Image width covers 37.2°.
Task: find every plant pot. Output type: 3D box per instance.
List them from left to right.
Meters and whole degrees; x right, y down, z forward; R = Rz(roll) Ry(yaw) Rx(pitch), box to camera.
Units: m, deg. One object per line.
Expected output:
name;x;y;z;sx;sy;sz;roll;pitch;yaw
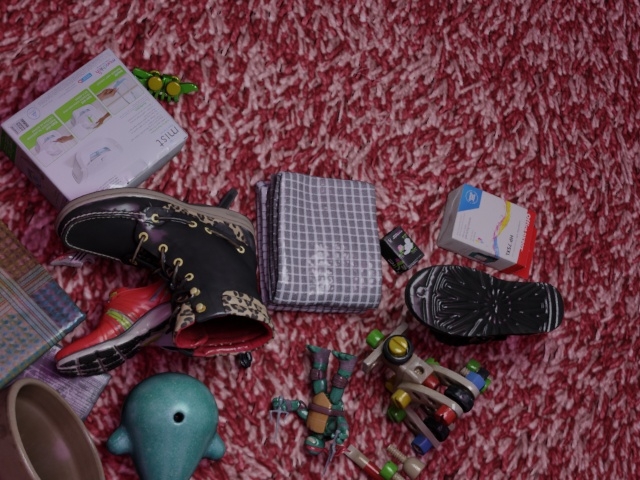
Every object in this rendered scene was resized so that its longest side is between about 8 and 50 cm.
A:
plant pot;-0.515;0.388;1.544;0.229;0.263;0.263;-28;86;4

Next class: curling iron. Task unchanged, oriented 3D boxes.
curling iron;-0.230;0.015;1.861;0.068;0.035;0.274;28;69;-9

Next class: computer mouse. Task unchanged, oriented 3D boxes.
computer mouse;-0.221;0.184;1.815;0.193;0.042;0.106;7;74;-18

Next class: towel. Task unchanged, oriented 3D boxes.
towel;-0.639;0.155;1.666;0.370;0.040;0.271;-41;87;-25
towel;0.000;0.000;1.903;0.235;0.121;0.283;3;75;-20

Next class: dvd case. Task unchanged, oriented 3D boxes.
dvd case;-0.500;0.296;1.697;0.165;0.018;0.221;33;66;-10

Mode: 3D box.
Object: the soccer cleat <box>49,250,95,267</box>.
soccer cleat;-0.462;0.038;1.776;0.083;0.029;0.035;-17;78;-28

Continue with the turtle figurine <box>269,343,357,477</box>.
turtle figurine;-0.004;0.324;1.820;0.175;0.118;0.234;10;82;26

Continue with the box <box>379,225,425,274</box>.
box;0.164;0.021;1.988;0.052;0.062;0.083;-40;92;-23

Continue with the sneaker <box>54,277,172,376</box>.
sneaker;-0.366;0.149;1.737;0.279;0.107;0.118;-30;70;-25

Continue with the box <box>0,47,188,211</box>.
box;-0.426;-0.188;1.796;0.231;0.127;0.262;47;65;-3

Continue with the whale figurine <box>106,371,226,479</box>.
whale figurine;-0.269;0.369;1.693;0.216;0.141;0.272;9;73;-18

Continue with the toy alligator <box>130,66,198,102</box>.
toy alligator;-0.341;-0.313;1.904;0.190;0.056;0.051;14;112;-16

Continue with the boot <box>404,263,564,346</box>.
boot;0.274;0.137;1.886;0.348;0.260;0.131;11;79;-23

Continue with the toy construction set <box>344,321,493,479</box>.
toy construction set;0.154;0.310;1.855;0.237;0.257;0.309;38;89;12

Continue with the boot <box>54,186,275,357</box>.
boot;-0.263;0.058;1.669;0.378;0.138;0.284;10;40;-31

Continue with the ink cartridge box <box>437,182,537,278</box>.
ink cartridge box;0.382;-0.017;2.068;0.231;0.078;0.134;20;70;-14
